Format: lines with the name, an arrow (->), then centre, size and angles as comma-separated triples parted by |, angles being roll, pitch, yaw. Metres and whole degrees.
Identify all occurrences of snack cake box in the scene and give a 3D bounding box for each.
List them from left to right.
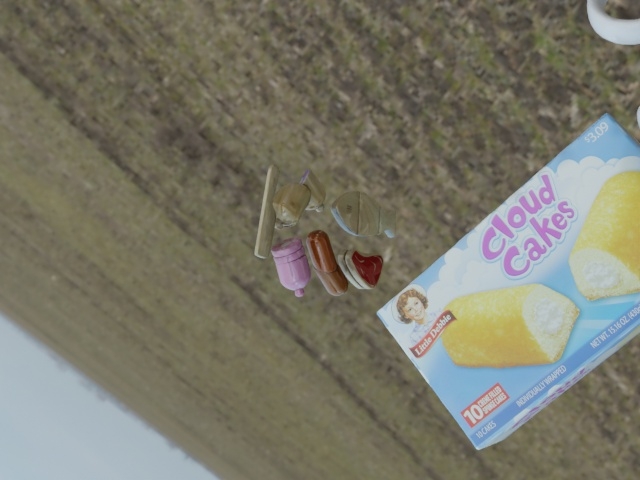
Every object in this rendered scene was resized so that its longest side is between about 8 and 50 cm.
snack cake box -> 0.198, 0.038, 0.943 | 0.152, 0.264, 0.089 | 53, -163, 18

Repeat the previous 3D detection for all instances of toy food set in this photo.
toy food set -> 0.000, 0.000, 0.676 | 0.019, 0.078, 0.122 | -5, 160, 41

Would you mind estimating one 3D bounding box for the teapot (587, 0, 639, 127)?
teapot -> 0.305, -0.116, 0.750 | 0.256, 0.187, 0.253 | -33, -79, -84
